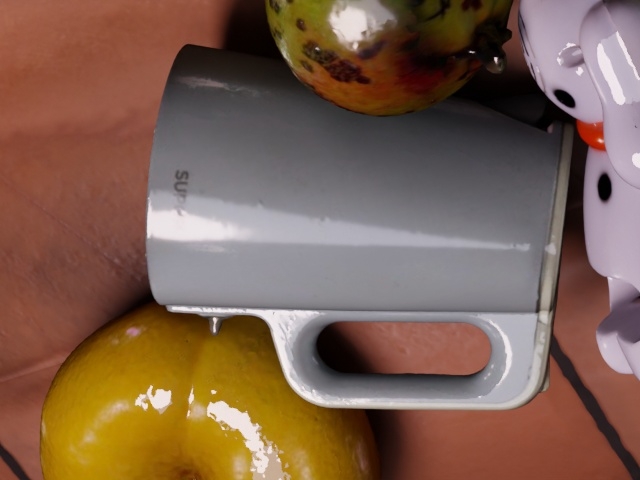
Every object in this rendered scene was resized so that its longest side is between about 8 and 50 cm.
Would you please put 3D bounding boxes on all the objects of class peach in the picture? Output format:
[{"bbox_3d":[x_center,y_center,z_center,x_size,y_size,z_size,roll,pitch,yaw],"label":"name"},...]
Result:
[{"bbox_3d":[-0.077,0.150,1.401,0.251,0.153,0.251,11,136,11],"label":"peach"}]

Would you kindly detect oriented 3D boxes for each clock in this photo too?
[{"bbox_3d":[0.199,-0.067,1.091,0.189,0.189,0.254,-14,107,33],"label":"clock"}]

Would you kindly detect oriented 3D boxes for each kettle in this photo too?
[{"bbox_3d":[0.026,0.001,1.201,0.243,0.160,0.211,8,98,7],"label":"kettle"}]

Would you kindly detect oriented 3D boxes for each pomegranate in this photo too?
[{"bbox_3d":[0.007,-0.149,1.110,0.220,0.156,0.156,9,130,14],"label":"pomegranate"}]
